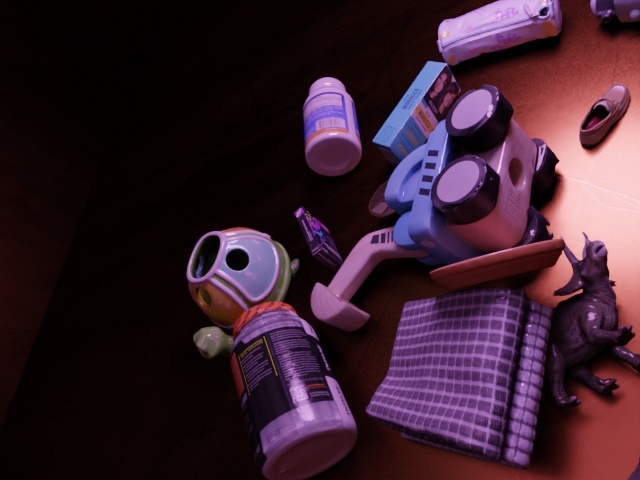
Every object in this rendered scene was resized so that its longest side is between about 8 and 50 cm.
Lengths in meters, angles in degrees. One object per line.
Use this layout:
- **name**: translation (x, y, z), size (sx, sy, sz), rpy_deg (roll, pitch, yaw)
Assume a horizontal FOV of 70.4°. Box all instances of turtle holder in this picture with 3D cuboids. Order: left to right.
- **turtle holder**: translation (-0.222, 0.116, 1.127), size (0.243, 0.227, 0.320), rpy_deg (25, 80, 46)

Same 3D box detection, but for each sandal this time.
- **sandal**: translation (0.200, -0.125, 1.057), size (0.090, 0.060, 0.219), rpy_deg (19, 62, 40)

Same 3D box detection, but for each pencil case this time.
- **pencil case**: translation (0.419, -0.503, 1.071), size (0.273, 0.113, 0.124), rpy_deg (-1, 40, 41)

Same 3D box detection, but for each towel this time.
- **towel**: translation (0.202, 0.203, 0.713), size (0.283, 0.121, 0.235), rpy_deg (-27, 42, 61)

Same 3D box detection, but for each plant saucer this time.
- **plant saucer**: translation (0.270, 0.042, 0.696), size (0.200, 0.200, 0.037), rpy_deg (-20, 78, 30)

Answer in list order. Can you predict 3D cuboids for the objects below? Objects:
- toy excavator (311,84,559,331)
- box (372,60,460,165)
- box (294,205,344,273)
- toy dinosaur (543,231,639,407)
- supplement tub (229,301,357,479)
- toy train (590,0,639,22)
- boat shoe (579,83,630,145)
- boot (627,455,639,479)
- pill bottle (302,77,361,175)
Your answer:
- **toy excavator**: translation (0.195, -0.025, 0.914), size (0.445, 0.222, 0.433), rpy_deg (-10, 57, 53)
- **box**: translation (0.237, -0.305, 1.108), size (0.060, 0.100, 0.244), rpy_deg (32, 86, 46)
- **box**: translation (0.000, 0.000, 1.096), size (0.029, 0.116, 0.162), rpy_deg (-37, 46, 14)
- **toy dinosaur**: translation (0.376, 0.158, 0.694), size (0.314, 0.121, 0.160), rpy_deg (-58, 23, 13)
- **supplement tub**: translation (-0.069, 0.286, 0.909), size (0.193, 0.193, 0.316), rpy_deg (-41, 44, 12)
- **toy train**: translation (0.684, -0.497, 0.833), size (0.334, 0.142, 0.190), rpy_deg (27, 91, 47)
- **boat shoe**: translation (0.533, -0.243, 0.851), size (0.050, 0.045, 0.135), rpy_deg (28, 83, 47)
- **boot**: translation (0.463, 0.293, 0.546), size (0.137, 0.077, 0.198), rpy_deg (22, 91, 42)
- **pill bottle**: translation (0.027, -0.325, 1.263), size (0.152, 0.152, 0.272), rpy_deg (-25, 48, 26)
